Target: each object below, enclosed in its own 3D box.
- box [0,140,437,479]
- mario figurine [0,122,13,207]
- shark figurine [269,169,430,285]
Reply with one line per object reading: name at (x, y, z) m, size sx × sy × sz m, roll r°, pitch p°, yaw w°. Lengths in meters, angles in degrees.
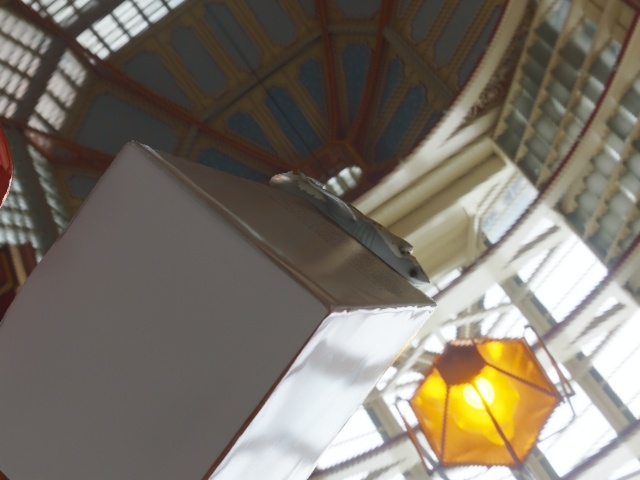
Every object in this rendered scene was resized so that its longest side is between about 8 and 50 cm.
box at (-0.065, 0.081, 0.697) m, size 0.168 × 0.345 × 0.215 m, roll 39°, pitch -82°, yaw 16°
mario figurine at (-0.336, -0.071, 0.574) m, size 0.320 × 0.198 × 0.170 m, roll 17°, pitch -149°, yaw 10°
shark figurine at (-0.024, -0.016, 1.026) m, size 0.278 × 0.166 × 0.116 m, roll 35°, pitch -88°, yaw 48°
